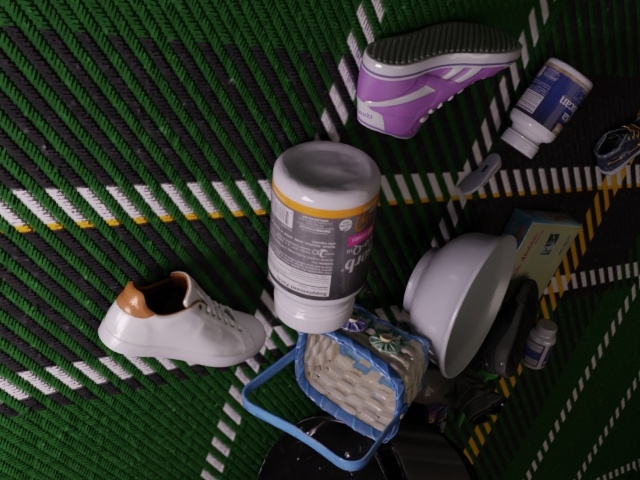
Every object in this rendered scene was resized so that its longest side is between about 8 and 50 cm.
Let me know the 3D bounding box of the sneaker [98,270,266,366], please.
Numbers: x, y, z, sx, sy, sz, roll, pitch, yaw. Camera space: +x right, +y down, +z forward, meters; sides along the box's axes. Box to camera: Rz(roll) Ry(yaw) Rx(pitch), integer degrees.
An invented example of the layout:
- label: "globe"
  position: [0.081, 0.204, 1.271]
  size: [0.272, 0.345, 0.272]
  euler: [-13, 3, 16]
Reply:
- label: "sneaker"
  position: [-0.181, 0.115, 1.329]
  size: [0.290, 0.106, 0.123]
  euler: [8, 120, -45]

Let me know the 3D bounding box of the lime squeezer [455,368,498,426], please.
- label: "lime squeezer"
  position: [0.391, 0.331, 2.125]
  size: [0.310, 0.059, 0.110]
  euler: [-60, 171, 14]

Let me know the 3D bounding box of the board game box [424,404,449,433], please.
- label: "board game box"
  position: [0.218, 0.422, 2.030]
  size: [0.170, 0.048, 0.141]
  euler: [-23, 138, -28]

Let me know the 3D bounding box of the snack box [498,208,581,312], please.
- label: "snack box"
  position: [0.421, 0.084, 1.912]
  size: [0.187, 0.060, 0.322]
  euler: [3, 121, -43]

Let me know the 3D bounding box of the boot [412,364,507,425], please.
- label: "boot"
  position: [0.289, 0.346, 1.937]
  size: [0.246, 0.161, 0.083]
  euler: [-14, 131, -35]

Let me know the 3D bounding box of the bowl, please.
- label: "bowl"
  position: [0.249, 0.102, 1.675]
  size: [0.298, 0.134, 0.298]
  euler: [-45, 148, -39]

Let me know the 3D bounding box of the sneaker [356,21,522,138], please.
- label: "sneaker"
  position: [0.177, -0.244, 1.370]
  size: [0.282, 0.102, 0.161]
  euler: [-13, 135, -22]

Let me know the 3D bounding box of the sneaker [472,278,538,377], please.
- label: "sneaker"
  position: [0.375, 0.173, 1.846]
  size: [0.087, 0.130, 0.227]
  euler: [47, 61, -44]

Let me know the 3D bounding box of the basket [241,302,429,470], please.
- label: "basket"
  position: [0.038, 0.253, 1.553]
  size: [0.289, 0.255, 0.201]
  euler: [-43, 147, -37]

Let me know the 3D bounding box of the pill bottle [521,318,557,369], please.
- label: "pill bottle"
  position: [0.541, 0.254, 2.173]
  size: [0.067, 0.067, 0.120]
  euler: [-13, 132, -36]

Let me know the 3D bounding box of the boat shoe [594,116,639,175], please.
- label: "boat shoe"
  position: [0.658, -0.221, 1.864]
  size: [0.183, 0.065, 0.083]
  euler: [-45, 144, -1]

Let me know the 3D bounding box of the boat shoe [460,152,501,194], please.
- label: "boat shoe"
  position: [0.303, -0.118, 1.645]
  size: [0.100, 0.035, 0.035]
  euler: [-49, 140, -9]

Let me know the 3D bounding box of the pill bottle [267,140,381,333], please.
- label: "pill bottle"
  position: [0.000, 0.000, 1.356]
  size: [0.162, 0.162, 0.278]
  euler: [-21, 136, -29]

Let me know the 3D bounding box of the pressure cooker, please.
- label: "pressure cooker"
  position: [0.121, 0.544, 1.768]
  size: [0.420, 0.375, 0.370]
  euler: [19, 116, -48]

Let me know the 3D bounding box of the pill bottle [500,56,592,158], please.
- label: "pill bottle"
  position: [0.403, -0.235, 1.585]
  size: [0.094, 0.094, 0.169]
  euler: [21, 107, -50]

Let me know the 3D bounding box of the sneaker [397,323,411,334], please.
- label: "sneaker"
  position: [0.189, 0.219, 1.826]
  size: [0.076, 0.065, 0.166]
  euler: [-44, 142, 23]
